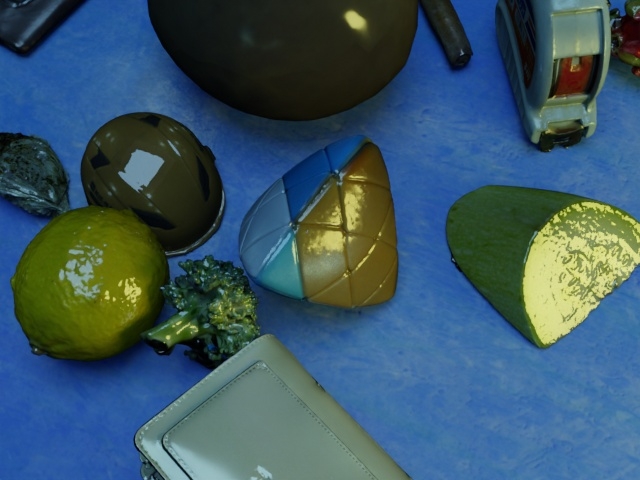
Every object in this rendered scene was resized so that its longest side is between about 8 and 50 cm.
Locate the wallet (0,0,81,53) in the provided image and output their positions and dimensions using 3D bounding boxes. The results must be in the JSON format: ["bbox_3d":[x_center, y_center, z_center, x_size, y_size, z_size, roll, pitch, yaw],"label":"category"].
[{"bbox_3d":[-0.478,-0.420,1.598,0.182,0.049,0.229,32,71,13],"label":"wallet"}]

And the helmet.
[{"bbox_3d":[-0.245,-0.094,1.388,0.198,0.130,0.224,-41,71,-13],"label":"helmet"}]

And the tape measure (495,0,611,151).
[{"bbox_3d":[0.344,-0.298,1.417,0.125,0.246,0.243,-7,58,-6],"label":"tape measure"}]

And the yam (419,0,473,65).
[{"bbox_3d":[0.182,-0.384,1.560,0.046,0.046,0.264,-16,65,-6],"label":"yam"}]

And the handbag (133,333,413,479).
[{"bbox_3d":[-0.025,0.311,1.170,0.237,0.160,0.358,-38,70,-21],"label":"handbag"}]

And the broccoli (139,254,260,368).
[{"bbox_3d":[-0.155,0.101,1.258,0.160,0.167,0.154,-35,92,-31],"label":"broccoli"}]

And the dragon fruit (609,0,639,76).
[{"bbox_3d":[0.521,-0.321,1.463,0.172,0.160,0.166,-13,88,-5],"label":"dragon fruit"}]

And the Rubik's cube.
[{"bbox_3d":[0.000,0.000,1.332,0.255,0.254,0.254,-1,64,1],"label":"Rubik's cube"}]

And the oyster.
[{"bbox_3d":[-0.435,-0.098,1.436,0.125,0.064,0.177,-11,53,-20],"label":"oyster"}]

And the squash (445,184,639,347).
[{"bbox_3d":[0.308,0.004,1.384,0.237,0.155,0.204,-40,106,-18],"label":"squash"}]

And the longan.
[{"bbox_3d":[-0.055,-0.342,1.391,0.405,0.404,0.336,14,101,9],"label":"longan"}]

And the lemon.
[{"bbox_3d":[-0.299,0.058,1.279,0.192,0.192,0.231,25,67,13],"label":"lemon"}]
